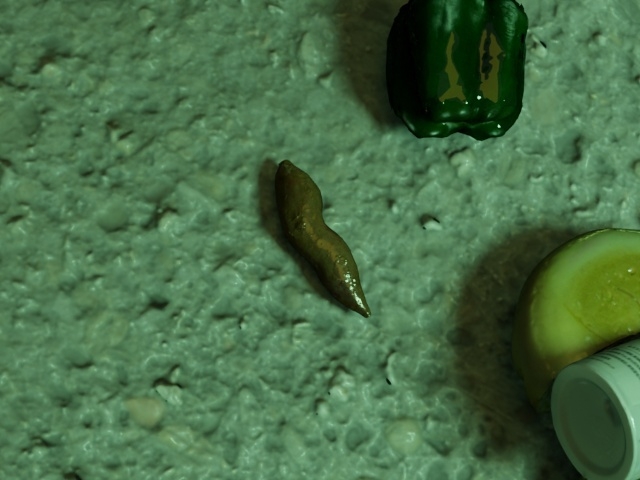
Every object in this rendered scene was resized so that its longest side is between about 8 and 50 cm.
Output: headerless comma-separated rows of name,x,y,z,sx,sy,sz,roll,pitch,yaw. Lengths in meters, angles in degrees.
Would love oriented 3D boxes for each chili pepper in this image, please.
chili pepper,0.167,-0.250,1.990,0.173,0.165,0.261,0,69,2

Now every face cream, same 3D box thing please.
face cream,0.447,0.154,1.832,0.369,0.145,0.145,-16,75,-26

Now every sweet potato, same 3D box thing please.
sweet potato,-0.003,0.001,1.930,0.065,0.051,0.218,-23,77,-19

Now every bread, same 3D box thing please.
bread,0.319,0.081,1.918,0.260,0.158,0.156,-26,66,-17

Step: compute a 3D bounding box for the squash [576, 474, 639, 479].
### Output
squash,0.395,0.310,1.848,0.236,0.155,0.204,18,99,36
